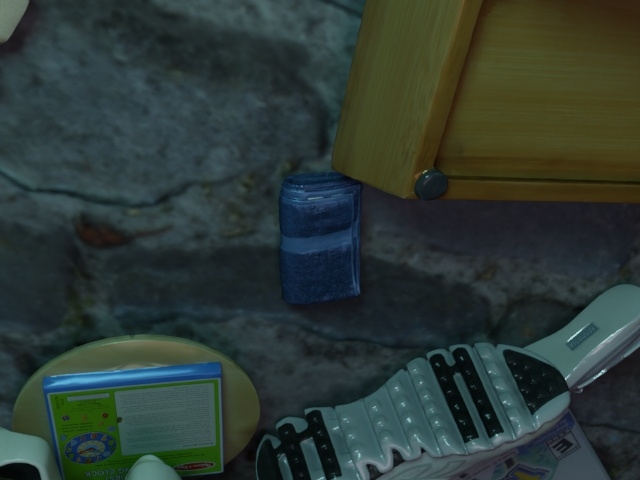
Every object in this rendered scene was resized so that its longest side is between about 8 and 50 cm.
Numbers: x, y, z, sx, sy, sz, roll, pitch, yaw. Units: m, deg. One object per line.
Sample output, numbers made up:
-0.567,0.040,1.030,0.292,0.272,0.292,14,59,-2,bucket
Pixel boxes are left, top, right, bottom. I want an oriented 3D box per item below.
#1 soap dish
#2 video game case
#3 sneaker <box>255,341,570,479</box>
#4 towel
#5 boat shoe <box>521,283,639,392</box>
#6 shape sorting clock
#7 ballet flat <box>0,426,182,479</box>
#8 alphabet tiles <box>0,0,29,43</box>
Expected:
0.170,-0.131,0.705,0.291,0.118,0.229,0,126,-20,soap dish
0.170,0.331,1.110,0.329,0.036,0.300,-32,130,5,video game case
0.090,0.184,0.932,0.292,0.110,0.118,-21,140,10,sneaker
0.000,0.000,0.802,0.067,0.029,0.119,-9,128,-13,towel
0.243,0.116,0.961,0.184,0.066,0.063,-42,128,1,boat shoe
-0.155,0.150,0.852,0.206,0.040,0.206,-6,129,-8,shape sorting clock
-0.221,0.238,0.795,0.483,0.164,0.182,14,112,-13,ballet flat
-0.328,-0.149,0.576,0.278,0.021,0.284,25,114,-32,alphabet tiles
